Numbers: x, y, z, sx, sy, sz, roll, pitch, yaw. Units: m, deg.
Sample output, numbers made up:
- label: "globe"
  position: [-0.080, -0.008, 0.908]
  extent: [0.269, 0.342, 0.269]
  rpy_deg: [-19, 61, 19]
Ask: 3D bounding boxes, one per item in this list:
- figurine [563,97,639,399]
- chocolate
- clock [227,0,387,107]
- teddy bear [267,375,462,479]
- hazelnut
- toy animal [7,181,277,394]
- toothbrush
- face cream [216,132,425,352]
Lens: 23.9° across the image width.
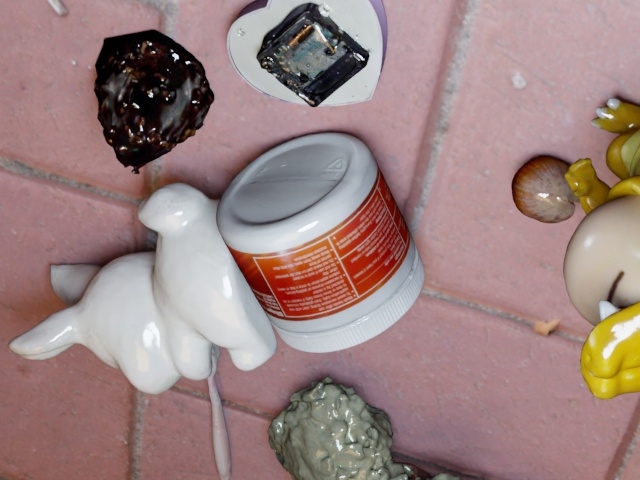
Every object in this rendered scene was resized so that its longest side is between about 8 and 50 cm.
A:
- label: "figurine"
  position: [0.410, -0.022, 1.500]
  extent: [0.401, 0.387, 0.268]
  rpy_deg: [-27, 131, 32]
- label: "chocolate"
  position: [-0.211, -0.149, 1.780]
  extent: [0.156, 0.133, 0.156]
  rpy_deg: [9, 131, 10]
- label: "clock"
  position: [-0.006, -0.214, 1.694]
  extent: [0.172, 0.064, 0.198]
  rpy_deg: [41, 132, -16]
- label: "teddy bear"
  position: [0.083, 0.341, 2.073]
  extent: [0.357, 0.224, 0.368]
  rpy_deg: [-12, 103, 49]
- label: "hazelnut"
  position: [0.261, -0.056, 1.725]
  extent: [0.086, 0.086, 0.086]
  rpy_deg: [10, 132, 11]
- label: "toy animal"
  position: [-0.222, 0.065, 1.935]
  extent: [0.367, 0.196, 0.241]
  rpy_deg: [-22, 112, 32]
- label: "toothbrush"
  position: [-0.148, 0.249, 2.181]
  extent: [0.025, 0.030, 0.307]
  rpy_deg: [10, 135, 13]
- label: "face cream"
  position: [0.000, 0.000, 1.784]
  extent: [0.201, 0.201, 0.187]
  rpy_deg: [-10, 126, 27]
